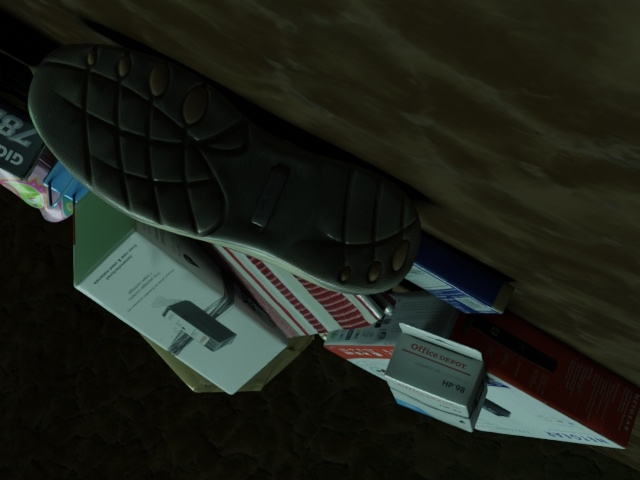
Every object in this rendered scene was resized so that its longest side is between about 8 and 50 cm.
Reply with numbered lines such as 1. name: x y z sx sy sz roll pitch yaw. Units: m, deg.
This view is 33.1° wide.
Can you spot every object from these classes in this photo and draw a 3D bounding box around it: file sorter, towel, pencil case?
1. file sorter: -0.278 -0.068 1.494 0.170 0.118 0.104 31 -165 -27
2. towel: -0.057 0.010 1.213 0.237 0.037 0.329 46 161 -9
3. pencil case: -0.441 -0.143 1.531 0.284 0.124 0.124 44 166 -31

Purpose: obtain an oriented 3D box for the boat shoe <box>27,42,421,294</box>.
1. boat shoe: -0.087 -0.050 0.938 0.355 0.132 0.130 29 173 -3

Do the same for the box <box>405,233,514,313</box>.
1. box: 0.081 0.009 1.124 0.225 0.037 0.136 28 173 -6

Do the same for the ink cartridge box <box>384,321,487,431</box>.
1. ink cartridge box: 0.136 0.163 1.265 0.104 0.060 0.180 19 163 18

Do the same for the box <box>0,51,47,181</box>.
1. box: -0.438 -0.195 1.137 0.295 0.073 0.293 28 -170 -28

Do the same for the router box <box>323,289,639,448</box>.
1. router box: 0.209 0.172 1.457 0.301 0.082 0.335 30 163 -19

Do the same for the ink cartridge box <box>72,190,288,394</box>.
1. ink cartridge box: -0.182 0.045 1.402 0.273 0.114 0.197 41 -164 -31

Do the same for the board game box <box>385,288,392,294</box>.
1. board game box: 0.014 0.016 1.453 0.136 0.035 0.201 24 173 25

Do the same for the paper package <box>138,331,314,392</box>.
1. paper package: -0.209 0.098 1.870 0.325 0.168 0.309 46 -172 17

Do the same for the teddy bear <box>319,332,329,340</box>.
1. teddy bear: 0.044 0.125 1.863 0.245 0.113 0.338 31 173 -14
